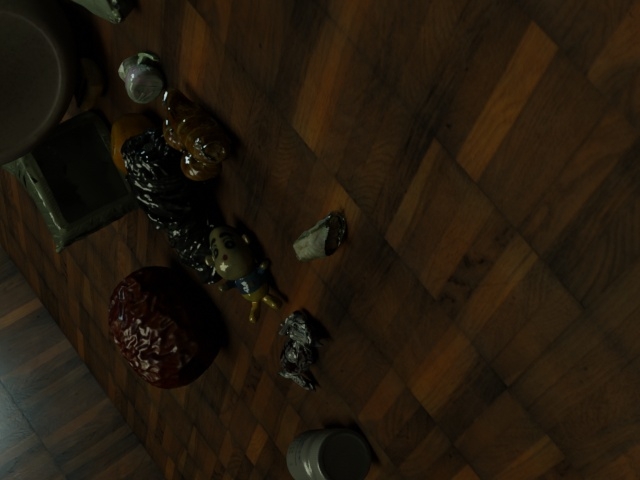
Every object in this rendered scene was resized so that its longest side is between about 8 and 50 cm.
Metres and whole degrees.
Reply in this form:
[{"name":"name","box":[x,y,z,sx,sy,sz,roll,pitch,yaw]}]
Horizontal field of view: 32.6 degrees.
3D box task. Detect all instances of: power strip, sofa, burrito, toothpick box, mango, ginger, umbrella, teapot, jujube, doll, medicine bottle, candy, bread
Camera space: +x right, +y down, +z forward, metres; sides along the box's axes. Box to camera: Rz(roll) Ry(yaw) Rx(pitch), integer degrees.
[{"name":"power strip","box":[-0.410,-0.422,1.747,0.286,0.048,0.080,26,153,30]},{"name":"sofa","box":[-0.492,-0.118,2.160,0.176,0.210,0.225,-5,116,62]},{"name":"burrito","box":[0.000,0.000,1.548,0.149,0.041,0.055,-31,78,66]},{"name":"toothpick box","box":[-0.667,-0.343,1.970,0.425,0.409,0.409,39,151,47]},{"name":"mango","box":[-0.326,-0.163,1.920,0.165,0.089,0.115,155,103,-71]},{"name":"ginger","box":[-0.193,-0.159,1.700,0.162,0.073,0.103,53,143,27]},{"name":"umbrella","box":[-0.222,-0.041,1.848,0.336,0.128,0.154,66,176,-35]},{"name":"teapot","box":[-0.289,-0.270,1.771,0.064,0.064,0.083,50,124,34]},{"name":"jujube","box":[-0.320,0.177,2.207,0.232,0.213,0.213,45,153,25]},{"name":"doll","box":[-0.132,0.048,1.818,0.179,0.102,0.089,58,-165,-2]},{"name":"medicine bottle","box":[0.012,0.381,1.916,0.105,0.105,0.168,59,157,-2]},{"name":"candy","box":[-0.036,0.195,1.848,0.094,0.051,0.226,47,154,18]},{"name":"bread","box":[-0.428,-0.287,2.024,0.106,0.053,0.072,136,124,-64]}]
